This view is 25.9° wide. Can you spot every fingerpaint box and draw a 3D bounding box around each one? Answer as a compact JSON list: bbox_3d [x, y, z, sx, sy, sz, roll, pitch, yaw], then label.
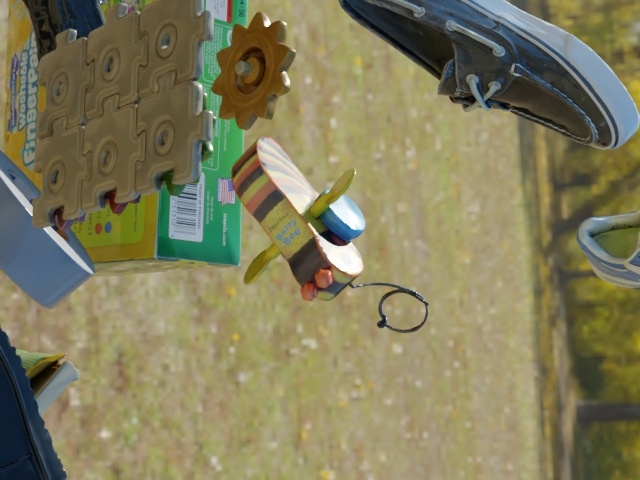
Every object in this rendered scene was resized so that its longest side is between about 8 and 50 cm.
[{"bbox_3d":[-0.282,-0.177,1.968,0.163,0.371,0.445,8,80,-46],"label":"fingerpaint box"}]

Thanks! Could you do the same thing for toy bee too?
[{"bbox_3d":[0.000,0.000,1.680,0.195,0.298,0.162,-67,169,21],"label":"toy bee"}]

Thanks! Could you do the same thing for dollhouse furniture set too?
[{"bbox_3d":[-0.499,0.219,1.876,0.301,0.197,0.151,-52,131,-30],"label":"dollhouse furniture set"}]

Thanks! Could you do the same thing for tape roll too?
[{"bbox_3d":[-0.374,-0.022,1.715,0.219,0.072,0.219,50,-1,1],"label":"tape roll"}]

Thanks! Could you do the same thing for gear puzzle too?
[{"bbox_3d":[-0.127,-0.114,1.117,0.044,0.339,0.175,10,74,-40],"label":"gear puzzle"}]

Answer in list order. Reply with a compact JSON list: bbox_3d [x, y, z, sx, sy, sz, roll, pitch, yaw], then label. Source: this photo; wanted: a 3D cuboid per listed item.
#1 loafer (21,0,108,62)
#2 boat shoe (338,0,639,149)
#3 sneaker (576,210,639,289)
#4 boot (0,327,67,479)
[{"bbox_3d":[-0.259,-0.244,1.424,0.078,0.076,0.223,-24,104,-47],"label":"loafer"},{"bbox_3d":[0.149,-0.165,1.287,0.102,0.301,0.108,-47,169,-21],"label":"boat shoe"},{"bbox_3d":[0.337,0.016,1.308,0.081,0.211,0.080,31,68,-50],"label":"sneaker"},{"bbox_3d":[-0.361,0.190,1.277,0.207,0.094,0.246,-36,111,-43],"label":"boot"}]
